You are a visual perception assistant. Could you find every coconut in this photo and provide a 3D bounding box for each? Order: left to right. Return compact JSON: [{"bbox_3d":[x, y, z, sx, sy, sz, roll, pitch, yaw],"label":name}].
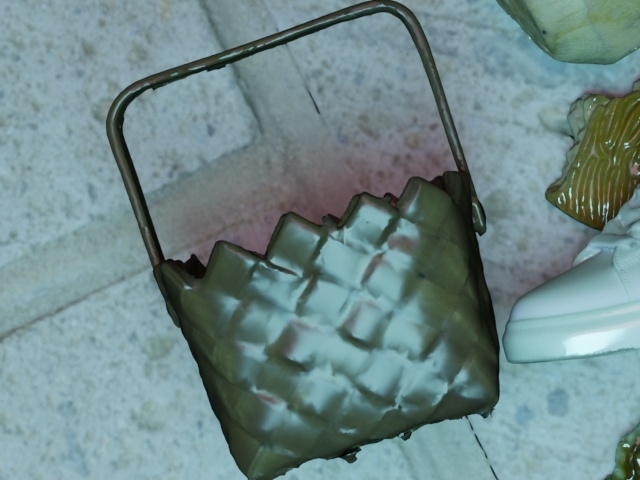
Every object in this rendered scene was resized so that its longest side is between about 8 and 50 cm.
[{"bbox_3d":[0.230,-0.244,1.348,0.194,0.194,0.194,-1,80,6],"label":"coconut"}]

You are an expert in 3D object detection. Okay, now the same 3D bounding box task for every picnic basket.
[{"bbox_3d":[0.000,0.000,1.272,0.254,0.291,0.321,-20,91,4],"label":"picnic basket"}]

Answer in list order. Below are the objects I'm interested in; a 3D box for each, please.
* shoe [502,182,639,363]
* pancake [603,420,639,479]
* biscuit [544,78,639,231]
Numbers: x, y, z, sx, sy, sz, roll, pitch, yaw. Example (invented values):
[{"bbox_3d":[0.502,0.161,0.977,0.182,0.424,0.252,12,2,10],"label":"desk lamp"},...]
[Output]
[{"bbox_3d":[0.290,-0.020,1.279,0.363,0.132,0.160,-18,88,-17],"label":"shoe"},{"bbox_3d":[0.340,0.235,1.306,0.305,0.067,0.427,39,88,13],"label":"pancake"},{"bbox_3d":[0.301,-0.098,1.386,0.176,0.031,0.229,29,85,9],"label":"biscuit"}]
